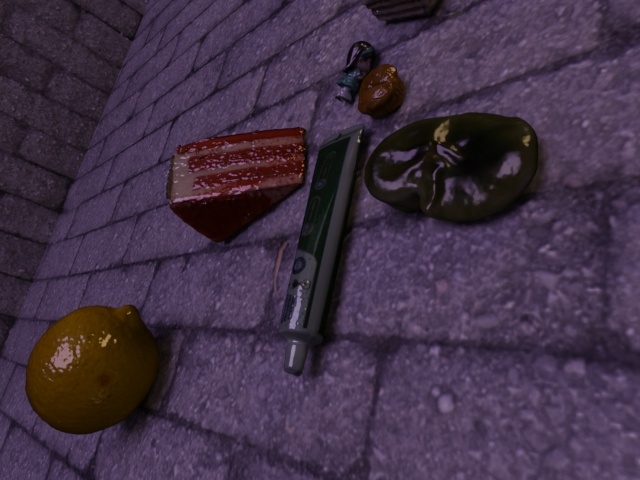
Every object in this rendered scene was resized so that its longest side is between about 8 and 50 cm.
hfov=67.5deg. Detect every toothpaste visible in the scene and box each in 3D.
[{"bbox_3d":[0.000,0.000,0.702,0.098,0.061,0.392,-13,56,45],"label":"toothpaste"}]

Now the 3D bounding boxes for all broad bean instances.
[{"bbox_3d":[0.156,-0.092,0.578,0.206,0.072,0.153,-3,68,36],"label":"broad bean"}]

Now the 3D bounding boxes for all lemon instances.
[{"bbox_3d":[-0.433,0.241,0.924,0.253,0.228,0.228,-49,40,15],"label":"lemon"}]

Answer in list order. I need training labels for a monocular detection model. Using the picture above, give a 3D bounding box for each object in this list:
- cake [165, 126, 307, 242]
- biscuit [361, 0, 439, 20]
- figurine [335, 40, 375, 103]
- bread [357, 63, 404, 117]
[{"bbox_3d":[-0.140,-0.100,0.931,0.262,0.160,0.158,-7,57,8],"label":"cake"},{"bbox_3d":[0.211,-0.565,0.780,0.144,0.078,0.426,26,88,53],"label":"biscuit"},{"bbox_3d":[0.058,-0.289,0.821,0.060,0.047,0.106,-72,7,-82],"label":"figurine"},{"bbox_3d":[0.092,-0.230,0.742,0.081,0.046,0.083,32,94,55],"label":"bread"}]
